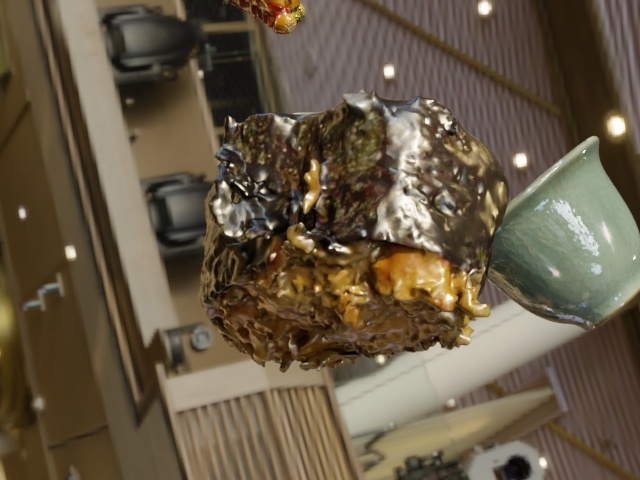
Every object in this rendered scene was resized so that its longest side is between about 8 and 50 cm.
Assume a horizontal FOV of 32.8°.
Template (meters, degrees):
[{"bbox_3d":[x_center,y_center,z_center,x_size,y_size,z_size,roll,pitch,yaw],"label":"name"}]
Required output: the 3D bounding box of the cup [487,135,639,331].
[{"bbox_3d":[0.255,0.013,1.120,0.150,0.199,0.199,50,-30,8],"label":"cup"}]

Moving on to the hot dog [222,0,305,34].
[{"bbox_3d":[-0.062,-0.201,0.832,0.144,0.038,0.062,43,-12,33],"label":"hot dog"}]

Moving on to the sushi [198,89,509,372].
[{"bbox_3d":[0.000,0.000,0.993,0.348,0.234,0.208,-24,-135,51],"label":"sushi"}]
